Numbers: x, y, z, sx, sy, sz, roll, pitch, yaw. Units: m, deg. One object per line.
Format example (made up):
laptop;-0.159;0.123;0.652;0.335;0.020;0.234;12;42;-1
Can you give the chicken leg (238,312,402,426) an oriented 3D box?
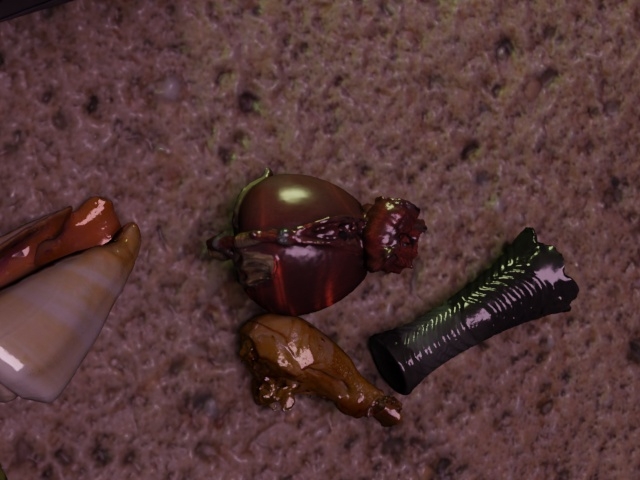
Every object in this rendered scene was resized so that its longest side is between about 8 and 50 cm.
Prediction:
chicken leg;-0.003;0.157;1.376;0.207;0.085;0.101;33;76;-19

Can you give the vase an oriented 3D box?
vase;0.173;0.090;1.454;0.237;0.115;0.115;-30;102;-17

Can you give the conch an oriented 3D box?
conch;-0.280;0.071;1.249;0.158;0.127;0.255;40;48;10

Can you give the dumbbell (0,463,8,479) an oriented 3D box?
dumbbell;-0.435;0.286;1.165;0.302;0.108;0.121;-36;104;-21

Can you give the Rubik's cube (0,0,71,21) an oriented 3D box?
Rubik's cube;-0.227;-0.391;1.152;0.305;0.310;0.307;-23;101;-22

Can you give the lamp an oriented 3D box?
lamp;-0.005;0.011;1.343;0.223;0.215;0.151;15;90;2
